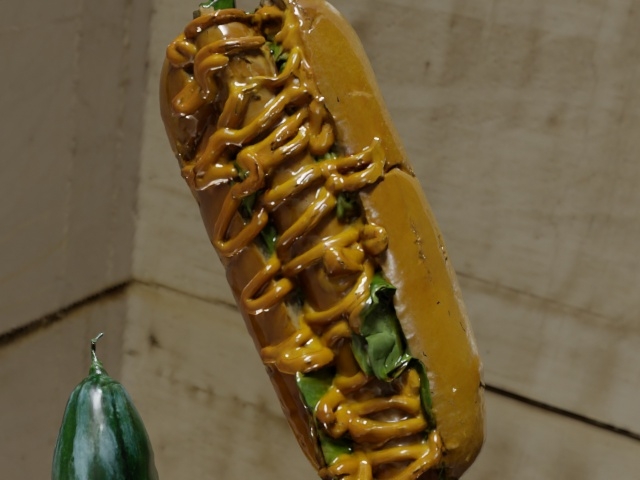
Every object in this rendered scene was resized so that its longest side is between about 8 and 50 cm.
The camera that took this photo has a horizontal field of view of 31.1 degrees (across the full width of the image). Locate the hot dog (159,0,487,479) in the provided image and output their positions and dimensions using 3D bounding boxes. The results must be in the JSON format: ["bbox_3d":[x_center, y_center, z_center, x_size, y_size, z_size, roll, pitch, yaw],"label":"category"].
[{"bbox_3d":[0.000,0.000,0.368,0.188,0.072,0.055,67,-167,2],"label":"hot dog"}]

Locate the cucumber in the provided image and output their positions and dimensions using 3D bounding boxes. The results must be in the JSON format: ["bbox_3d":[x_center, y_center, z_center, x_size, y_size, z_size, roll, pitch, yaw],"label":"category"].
[{"bbox_3d":[-0.071,0.117,0.403,0.039,0.039,0.168,-20,-76,-67],"label":"cucumber"}]
